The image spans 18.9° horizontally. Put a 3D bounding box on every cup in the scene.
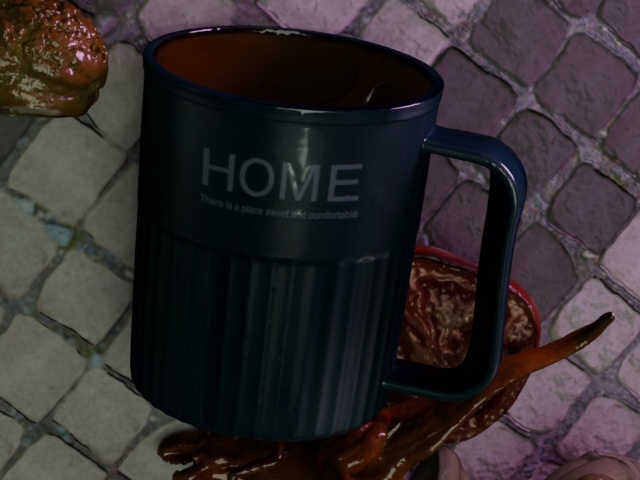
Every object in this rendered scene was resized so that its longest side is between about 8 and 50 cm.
[{"bbox_3d":[-0.008,-0.007,1.597,0.307,0.242,0.292,1,111,-18],"label":"cup"}]

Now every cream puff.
[{"bbox_3d":[-0.237,-0.150,1.546,0.126,0.144,0.103,1,97,-35],"label":"cream puff"}]

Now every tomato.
[{"bbox_3d":[0.109,0.087,1.737,0.166,0.082,0.174,21,113,-1],"label":"tomato"}]

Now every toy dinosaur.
[{"bbox_3d":[0.053,0.197,1.650,0.432,0.208,0.097,-12,133,17],"label":"toy dinosaur"}]

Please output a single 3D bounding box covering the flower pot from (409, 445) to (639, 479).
[{"bbox_3d":[0.181,0.322,1.736,0.244,0.307,0.308,18,105,-4],"label":"flower pot"}]
